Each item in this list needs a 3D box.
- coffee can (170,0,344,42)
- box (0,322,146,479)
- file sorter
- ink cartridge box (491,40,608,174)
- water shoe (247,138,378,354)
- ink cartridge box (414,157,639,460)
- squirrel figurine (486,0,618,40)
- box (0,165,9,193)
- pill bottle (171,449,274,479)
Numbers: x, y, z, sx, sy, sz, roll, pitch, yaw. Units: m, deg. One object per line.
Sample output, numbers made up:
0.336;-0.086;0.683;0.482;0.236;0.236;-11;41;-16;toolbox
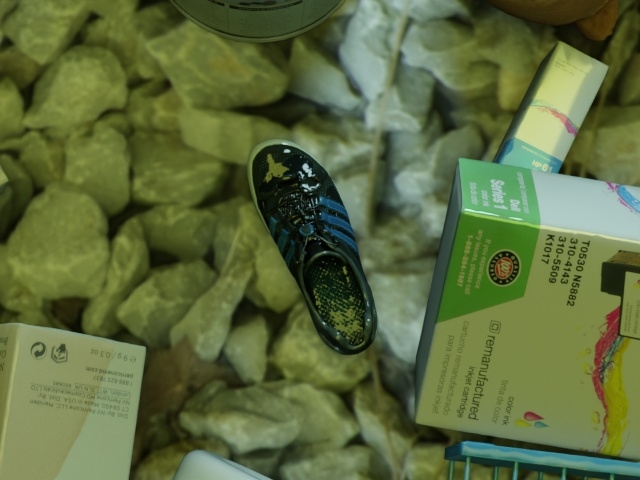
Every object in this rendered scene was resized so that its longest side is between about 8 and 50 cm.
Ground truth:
-0.052;-0.287;1.296;0.202;0.275;0.201;0;84;-2;coffee can
-0.243;0.229;1.275;0.121;0.148;0.311;14;76;-36;box
0.189;0.230;1.327;0.170;0.118;0.104;8;79;-1;file sorter
0.195;-0.102;1.380;0.052;0.088;0.122;25;84;0;ink cartridge box
0.000;0.000;1.367;0.073;0.080;0.203;-26;86;-5;water shoe
0.231;0.063;1.313;0.278;0.117;0.201;9;114;-1;ink cartridge box
0.279;-0.338;1.289;0.397;0.281;0.370;24;91;24;squirrel figurine
-0.456;-0.068;1.324;0.322;0.058;0.232;-32;92;-20;box
-0.099;0.316;1.298;0.146;0.146;0.264;25;84;0;pill bottle
